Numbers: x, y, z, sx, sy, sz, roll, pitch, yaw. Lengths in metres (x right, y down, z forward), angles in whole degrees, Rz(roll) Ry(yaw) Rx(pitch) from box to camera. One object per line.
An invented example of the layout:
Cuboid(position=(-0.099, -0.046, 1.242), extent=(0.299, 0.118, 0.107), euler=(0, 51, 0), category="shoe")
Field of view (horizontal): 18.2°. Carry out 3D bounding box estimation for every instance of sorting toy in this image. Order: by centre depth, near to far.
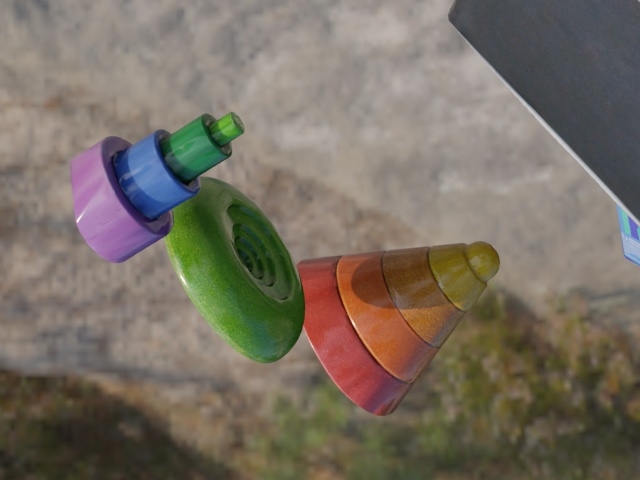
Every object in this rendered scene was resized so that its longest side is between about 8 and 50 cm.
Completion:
Cuboid(position=(0.000, 0.000, 1.230), extent=(0.126, 0.127, 0.365), euler=(-30, 148, 20), category="sorting toy")

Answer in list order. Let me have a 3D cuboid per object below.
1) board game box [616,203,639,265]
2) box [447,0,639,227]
Cuboid(position=(0.271, -0.073, 1.567), extent=(0.047, 0.160, 0.210), euler=(-14, 105, -9), category="board game box")
Cuboid(position=(0.247, -0.172, 0.672), extent=(0.293, 0.212, 0.395), euler=(-38, 167, -20), category="box")
